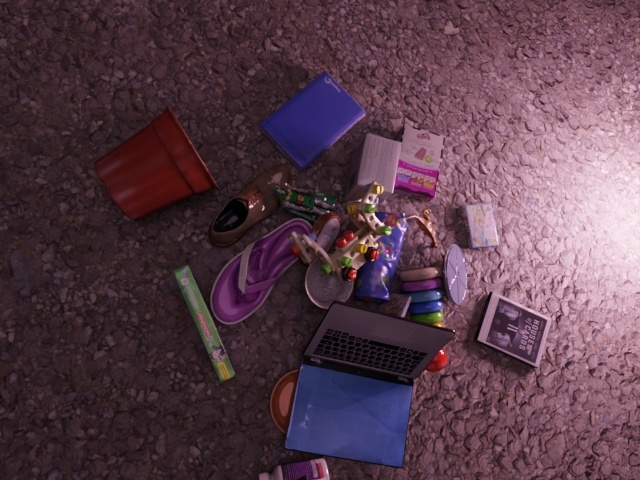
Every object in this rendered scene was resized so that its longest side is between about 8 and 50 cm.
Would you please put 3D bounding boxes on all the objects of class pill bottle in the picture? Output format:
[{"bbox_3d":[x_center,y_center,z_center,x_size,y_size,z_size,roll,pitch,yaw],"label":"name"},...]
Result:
[{"bbox_3d":[-0.076,0.691,1.295,0.193,0.108,0.108,-4,79,-12],"label":"pill bottle"}]

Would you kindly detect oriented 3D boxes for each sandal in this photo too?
[{"bbox_3d":[-0.182,0.075,1.405,0.169,0.102,0.416,42,74,0],"label":"sandal"}]

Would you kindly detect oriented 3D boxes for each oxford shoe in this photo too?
[{"bbox_3d":[-0.208,-0.118,1.426,0.123,0.130,0.348,39,74,0],"label":"oxford shoe"}]

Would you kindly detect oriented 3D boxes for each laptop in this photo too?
[{"bbox_3d":[0.142,0.424,1.306,0.381,0.408,0.236,15,39,-14],"label":"laptop"}]

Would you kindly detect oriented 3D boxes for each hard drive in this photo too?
[{"bbox_3d":[-0.025,-0.413,1.569,0.210,0.040,0.318,46,74,1],"label":"hard drive"}]

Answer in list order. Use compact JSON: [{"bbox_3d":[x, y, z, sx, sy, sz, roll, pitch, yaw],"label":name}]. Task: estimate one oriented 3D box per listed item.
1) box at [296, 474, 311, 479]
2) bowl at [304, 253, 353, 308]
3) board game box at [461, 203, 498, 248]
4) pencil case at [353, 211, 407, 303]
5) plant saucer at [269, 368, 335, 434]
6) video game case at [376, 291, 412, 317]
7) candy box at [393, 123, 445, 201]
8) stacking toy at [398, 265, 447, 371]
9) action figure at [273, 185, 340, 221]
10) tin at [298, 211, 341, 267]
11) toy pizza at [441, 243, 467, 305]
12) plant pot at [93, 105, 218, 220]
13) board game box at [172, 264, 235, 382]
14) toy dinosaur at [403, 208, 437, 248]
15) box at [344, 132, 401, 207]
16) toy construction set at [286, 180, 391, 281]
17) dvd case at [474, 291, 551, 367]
[{"bbox_3d":[-0.099,0.787,1.228,0.270,0.060,0.216,-29,111,-3],"label":"box"},{"bbox_3d":[0.012,0.125,1.434,0.170,0.080,0.170,0,90,-27],"label":"bowl"},{"bbox_3d":[0.566,-0.051,1.614,0.103,0.026,0.154,-4,79,-12],"label":"board game box"},{"bbox_3d":[0.198,0.056,1.475,0.133,0.119,0.306,20,75,-18],"label":"pencil case"},{"bbox_3d":[-0.055,0.489,1.378,0.199,0.037,0.200,2,77,-11],"label":"plant saucer"},{"bbox_3d":[0.213,0.244,1.441,0.015,0.119,0.166,35,73,-29],"label":"video game case"},{"bbox_3d":[0.334,-0.270,1.592,0.159,0.071,0.234,15,77,-7],"label":"candy box"},{"bbox_3d":[0.344,0.253,1.466,0.141,0.141,0.331,-8,87,-12],"label":"stacking toy"},{"bbox_3d":[-0.047,-0.121,1.463,0.232,0.063,0.137,18,63,-26],"label":"action figure"},{"bbox_3d":[0.000,0.000,1.441,0.040,0.106,0.190,33,94,39],"label":"tin"},{"bbox_3d":[0.437,0.113,1.502,0.201,0.032,0.201,8,80,-54],"label":"toy pizza"},{"bbox_3d":[-0.485,-0.207,1.339,0.265,0.272,0.272,-32,86,-7],"label":"plant pot"},{"bbox_3d":[-0.324,0.235,1.288,0.046,0.213,0.317,-23,83,-14],"label":"board game box"},{"bbox_3d":[0.346,-0.057,1.516,0.211,0.064,0.112,43,28,-33],"label":"toy dinosaur"},{"bbox_3d":[0.167,-0.222,1.493,0.119,0.181,0.182,14,76,-8],"label":"box"},{"bbox_3d":[0.072,-0.012,1.343,0.327,0.151,0.215,-30,118,-15],"label":"toy construction set"},{"bbox_3d":[0.659,0.305,1.557,0.238,0.029,0.179,24,76,-4],"label":"dvd case"}]
